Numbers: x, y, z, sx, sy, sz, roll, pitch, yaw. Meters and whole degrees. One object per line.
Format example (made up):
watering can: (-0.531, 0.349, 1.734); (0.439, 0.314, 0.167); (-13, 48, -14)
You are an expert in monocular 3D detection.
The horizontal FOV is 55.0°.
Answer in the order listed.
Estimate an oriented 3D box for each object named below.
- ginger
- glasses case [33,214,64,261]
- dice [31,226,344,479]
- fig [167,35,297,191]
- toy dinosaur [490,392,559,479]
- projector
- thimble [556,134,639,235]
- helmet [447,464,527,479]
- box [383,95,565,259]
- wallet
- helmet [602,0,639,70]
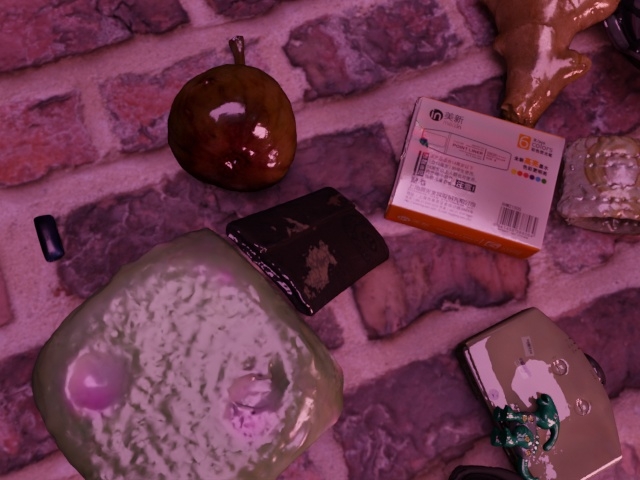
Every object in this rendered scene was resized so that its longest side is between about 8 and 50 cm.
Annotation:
ginger: (0.422, -0.389, 1.122); (0.236, 0.166, 0.376); (-8, 89, 3)
glasses case: (-0.465, -0.006, 1.050); (0.033, 0.023, 0.083); (-21, 80, -5)
dice: (-0.168, 0.199, 0.867); (0.318, 0.322, 0.330); (-42, 81, -10)
fig: (-0.137, -0.244, 1.054); (0.216, 0.217, 0.321); (4, 54, -2)
toy dinosaur: (0.311, 0.292, 0.919); (0.096, 0.059, 0.133); (10, 71, -4)
projector: (0.360, 0.252, 0.997); (0.193, 0.088, 0.270); (-25, 80, -8)
thimble: (0.494, -0.093, 1.053); (0.190, 0.137, 0.144); (8, 80, -5)
helmet: (0.231, 0.490, 0.887); (0.177, 0.225, 0.305); (43, 89, -22)
box: (0.265, -0.110, 1.071); (0.273, 0.091, 0.221); (19, 76, 2)
wallet: (0.000, 0.000, 0.944); (0.170, 0.321, 0.044); (48, 117, 8)
helmet: (0.662, -0.415, 1.088); (0.197, 0.271, 0.339); (24, 50, -41)
